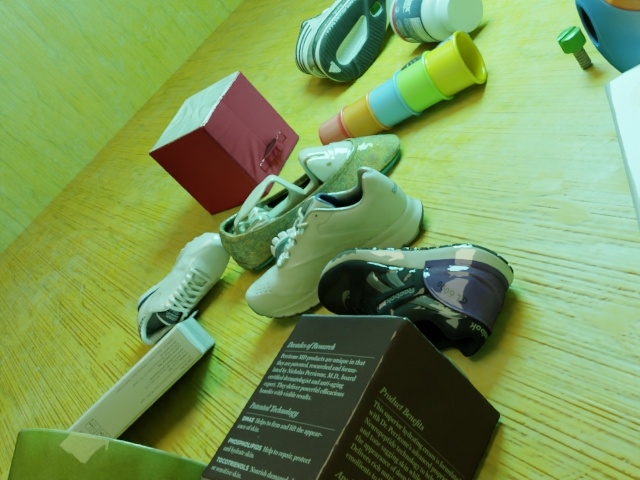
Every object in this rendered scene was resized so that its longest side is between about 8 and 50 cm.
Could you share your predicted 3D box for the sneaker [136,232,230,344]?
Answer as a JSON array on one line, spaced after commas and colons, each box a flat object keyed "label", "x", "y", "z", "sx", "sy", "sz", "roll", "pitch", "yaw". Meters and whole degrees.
[{"label": "sneaker", "x": -0.236, "y": 0.088, "z": 1.408, "sx": 0.235, "sy": 0.090, "sz": 0.094, "roll": -48, "pitch": 22, "yaw": 17}]

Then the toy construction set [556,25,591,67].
[{"label": "toy construction set", "x": 0.447, "y": -0.418, "z": 1.028, "sx": 0.309, "sy": 0.237, "sz": 0.257, "roll": -5, "pitch": 45, "yaw": 51}]

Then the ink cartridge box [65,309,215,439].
[{"label": "ink cartridge box", "x": -0.295, "y": 0.242, "z": 1.286, "sx": 0.296, "sy": 0.066, "sz": 0.261, "roll": -44, "pitch": 1, "yaw": -1}]

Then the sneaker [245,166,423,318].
[{"label": "sneaker", "x": 0.000, "y": 0.000, "z": 1.159, "sx": 0.297, "sy": 0.129, "sz": 0.111, "roll": -37, "pitch": 28, "yaw": 15}]

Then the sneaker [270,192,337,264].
[{"label": "sneaker", "x": -0.010, "y": -0.005, "z": 1.260, "sx": 0.166, "sy": 0.065, "sz": 0.076, "roll": -42, "pitch": 26, "yaw": 23}]

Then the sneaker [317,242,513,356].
[{"label": "sneaker", "x": 0.084, "y": 0.082, "z": 0.955, "sx": 0.283, "sy": 0.107, "sz": 0.124, "roll": -10, "pitch": 47, "yaw": 48}]

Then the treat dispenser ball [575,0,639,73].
[{"label": "treat dispenser ball", "x": 0.413, "y": -0.293, "z": 0.836, "sx": 0.288, "sy": 0.288, "sz": 0.288, "roll": -33, "pitch": 28, "yaw": 20}]

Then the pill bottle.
[{"label": "pill bottle", "x": 0.220, "y": -0.429, "z": 1.508, "sx": 0.108, "sy": 0.108, "sz": 0.180, "roll": -49, "pitch": 27, "yaw": -10}]

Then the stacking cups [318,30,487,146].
[{"label": "stacking cups", "x": 0.125, "y": -0.246, "z": 1.380, "sx": 0.316, "sy": 0.096, "sz": 0.096, "roll": -23, "pitch": 33, "yaw": 34}]

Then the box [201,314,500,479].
[{"label": "box", "x": 0.032, "y": 0.200, "z": 0.773, "sx": 0.167, "sy": 0.168, "sz": 0.203, "roll": -7, "pitch": 44, "yaw": 52}]

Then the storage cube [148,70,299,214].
[{"label": "storage cube", "x": -0.195, "y": -0.198, "z": 1.649, "sx": 0.215, "sy": 0.193, "sz": 0.183, "roll": -17, "pitch": 37, "yaw": 44}]

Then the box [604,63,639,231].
[{"label": "box", "x": 0.380, "y": -0.032, "z": 0.632, "sx": 0.215, "sy": 0.168, "sz": 0.345, "roll": -27, "pitch": 31, "yaw": 30}]

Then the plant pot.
[{"label": "plant pot", "x": -0.222, "y": 0.375, "z": 0.814, "sx": 0.275, "sy": 0.275, "sz": 0.293, "roll": -14, "pitch": 54, "yaw": 45}]

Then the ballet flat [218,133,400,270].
[{"label": "ballet flat", "x": -0.027, "y": -0.085, "z": 1.337, "sx": 0.349, "sy": 0.123, "sz": 0.123, "roll": -38, "pitch": 27, "yaw": 10}]

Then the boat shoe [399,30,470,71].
[{"label": "boat shoe", "x": 0.204, "y": -0.308, "z": 1.418, "sx": 0.152, "sy": 0.049, "sz": 0.056, "roll": -29, "pitch": 48, "yaw": 18}]

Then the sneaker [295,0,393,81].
[{"label": "sneaker", "x": 0.091, "y": -0.547, "z": 1.790, "sx": 0.447, "sy": 0.169, "sz": 0.257, "roll": -51, "pitch": 29, "yaw": -9}]
